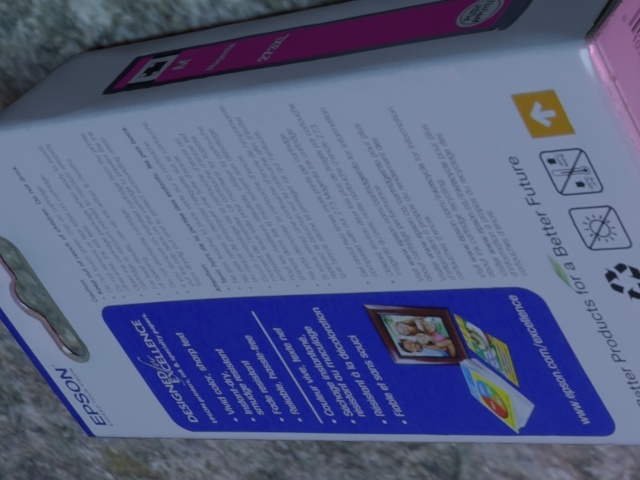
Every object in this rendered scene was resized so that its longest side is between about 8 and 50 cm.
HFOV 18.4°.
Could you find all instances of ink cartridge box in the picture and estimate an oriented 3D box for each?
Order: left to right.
[{"bbox_3d":[0.000,0.000,0.774,0.371,0.069,0.175,-6,126,41],"label":"ink cartridge box"}]
